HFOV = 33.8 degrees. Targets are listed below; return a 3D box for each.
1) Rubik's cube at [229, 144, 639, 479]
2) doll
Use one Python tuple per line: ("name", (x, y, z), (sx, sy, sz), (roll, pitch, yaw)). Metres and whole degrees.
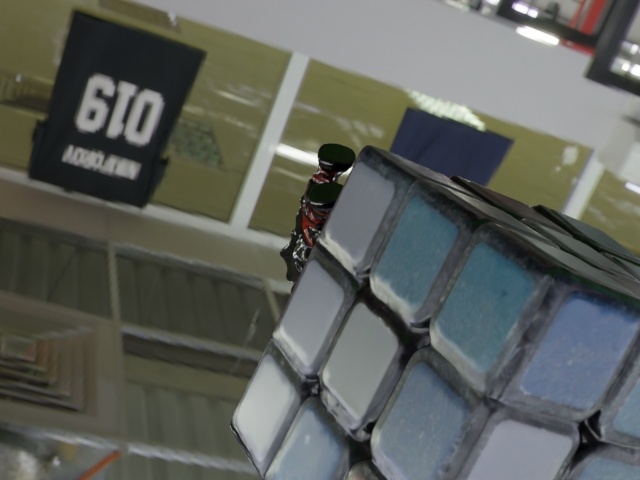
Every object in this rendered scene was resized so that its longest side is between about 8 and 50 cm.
("Rubik's cube", (0.170, 0.152, 1.020), (0.359, 0.362, 0.363), (17, -162, -32))
("doll", (0.002, 0.002, 1.215), (0.088, 0.248, 0.127), (30, -128, 15))
